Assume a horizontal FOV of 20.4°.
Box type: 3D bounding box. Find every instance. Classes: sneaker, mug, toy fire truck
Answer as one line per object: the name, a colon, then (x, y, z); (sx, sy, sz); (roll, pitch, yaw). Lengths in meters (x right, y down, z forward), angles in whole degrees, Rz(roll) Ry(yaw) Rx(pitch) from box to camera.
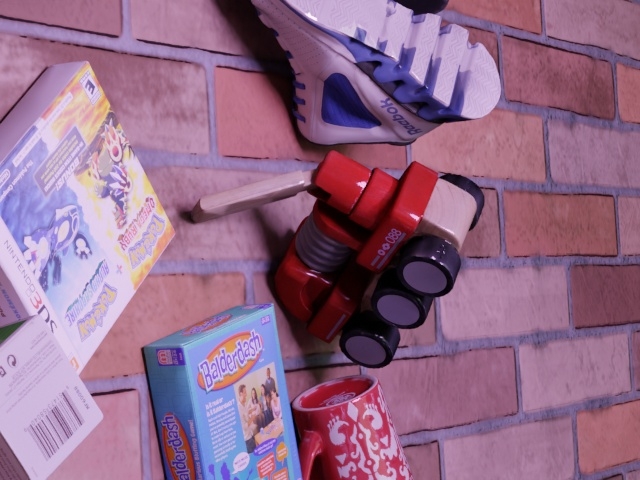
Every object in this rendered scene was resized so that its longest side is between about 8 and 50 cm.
sneaker: (0.005, -0.185, 1.777); (0.315, 0.182, 0.127); (35, 49, -17)
mug: (0.033, 0.234, 1.772); (0.150, 0.113, 0.169); (-44, 120, -66)
toy fire truck: (0.000, 0.000, 1.718); (0.246, 0.217, 0.158); (29, 50, -5)

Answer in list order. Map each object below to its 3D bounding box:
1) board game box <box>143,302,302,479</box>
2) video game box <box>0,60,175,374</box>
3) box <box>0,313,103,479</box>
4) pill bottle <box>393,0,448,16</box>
board game box: (-0.084, 0.178, 1.644); (0.160, 0.047, 0.210); (-21, 104, -58)
video game box: (-0.213, -0.014, 1.457); (0.205, 0.048, 0.187); (-60, 137, -44)
box: (-0.240, 0.128, 1.334); (0.102, 0.087, 0.101); (60, 37, -14)
pill bottle: (0.104, -0.365, 1.965); (0.123, 0.123, 0.219); (33, 59, -53)
